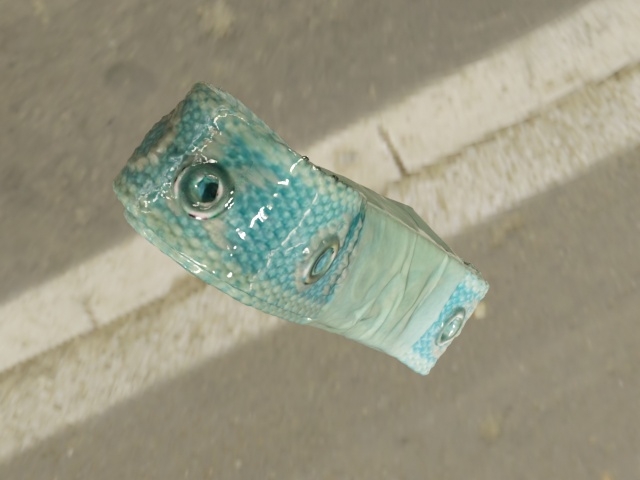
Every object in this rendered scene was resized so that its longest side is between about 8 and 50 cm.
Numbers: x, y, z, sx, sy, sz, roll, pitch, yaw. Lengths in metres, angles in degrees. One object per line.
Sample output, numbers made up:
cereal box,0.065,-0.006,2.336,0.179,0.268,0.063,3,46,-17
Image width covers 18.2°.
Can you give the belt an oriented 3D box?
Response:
belt,0.000,0.000,0.889,0.087,0.302,0.072,33,91,21
